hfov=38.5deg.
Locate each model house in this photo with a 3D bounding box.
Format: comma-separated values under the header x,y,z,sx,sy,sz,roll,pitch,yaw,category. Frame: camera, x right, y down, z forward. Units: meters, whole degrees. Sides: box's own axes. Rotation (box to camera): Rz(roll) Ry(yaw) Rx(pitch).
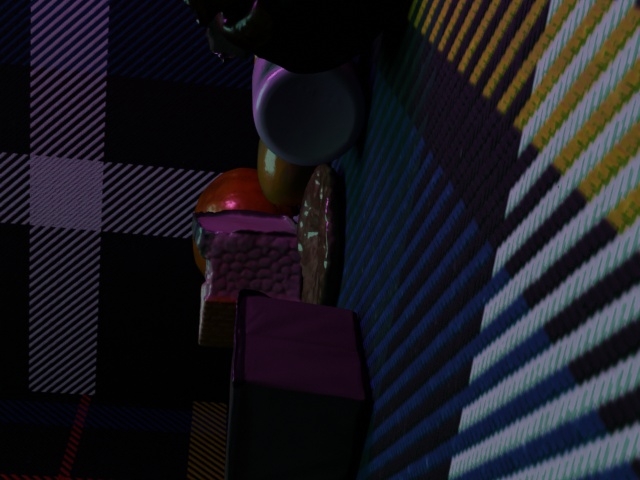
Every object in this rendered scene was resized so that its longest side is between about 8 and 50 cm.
x,y,z,sx,sy,sz,roll,pitch,yaw,category
-0.144,0.074,1.717,0.237,0.202,0.238,-140,52,-73,model house

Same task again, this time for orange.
x,y,z,sx,sy,sz,roll,pitch,yaw,category
-0.165,-0.016,2.006,0.284,0.226,0.284,3,-90,-87,orange

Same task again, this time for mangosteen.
x,y,z,sx,sy,sz,roll,pitch,yaw,category
-0.039,-0.292,1.018,0.228,0.265,0.228,31,133,40,mangosteen

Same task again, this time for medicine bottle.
x,y,z,sx,sy,sz,roll,pitch,yaw,category
-0.022,-0.214,1.277,0.254,0.151,0.152,-102,18,-64,medicine bottle

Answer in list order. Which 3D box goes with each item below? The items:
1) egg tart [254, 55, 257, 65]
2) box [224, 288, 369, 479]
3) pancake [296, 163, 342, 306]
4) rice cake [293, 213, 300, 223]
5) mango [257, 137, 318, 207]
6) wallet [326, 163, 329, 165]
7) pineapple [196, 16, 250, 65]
x,y,z,sx,sy,sz,roll,pitch,yaw,category
-0.087,-0.469,1.967,0.341,0.129,0.341,173,90,-79,egg tart
-0.038,0.214,1.109,0.188,0.153,0.252,-94,10,-58,box
0.001,0.000,1.388,0.236,0.042,0.223,-102,23,-58,pancake
-0.051,0.005,1.849,0.180,0.030,0.042,105,163,-56,rice cake
-0.061,-0.181,1.685,0.156,0.114,0.251,77,-172,-60,mango
0.011,-0.313,1.528,0.247,0.041,0.323,-94,8,-54,wallet
-0.057,-0.340,1.208,0.278,0.157,0.158,-44,-15,-29,pineapple
